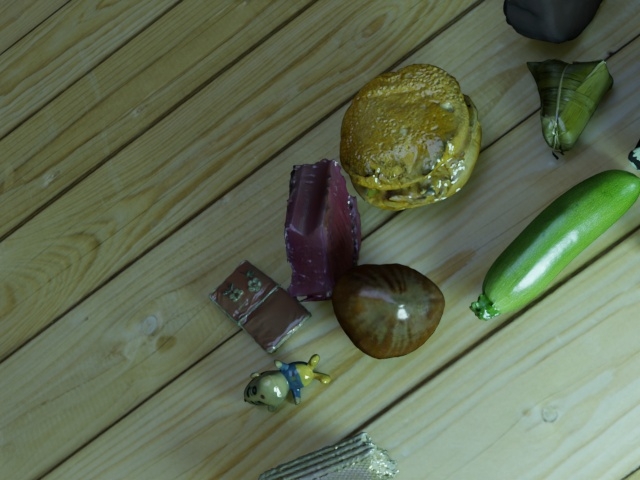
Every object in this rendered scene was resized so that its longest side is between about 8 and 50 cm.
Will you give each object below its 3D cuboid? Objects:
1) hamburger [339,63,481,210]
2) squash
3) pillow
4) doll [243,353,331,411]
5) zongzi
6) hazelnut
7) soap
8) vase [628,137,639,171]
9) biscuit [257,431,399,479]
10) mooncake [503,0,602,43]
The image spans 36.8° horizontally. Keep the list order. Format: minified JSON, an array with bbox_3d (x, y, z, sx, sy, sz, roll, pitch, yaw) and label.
[{"bbox_3d":[0.186,-0.203,1.984,0.289,0.170,0.314,-10,56,26],"label":"hamburger"},{"bbox_3d":[0.427,0.000,1.762,0.395,0.107,0.107,-42,50,0],"label":"squash"},{"bbox_3d":[-0.128,0.138,2.022,0.126,0.043,0.232,-48,51,-7],"label":"pillow"},{"bbox_3d":[-0.075,0.280,1.878,0.179,0.102,0.089,-25,8,18],"label":"doll"},{"bbox_3d":[0.454,-0.276,1.934,0.204,0.094,0.205,21,72,41],"label":"zongzi"},{"bbox_3d":[0.121,0.135,1.788,0.210,0.210,0.186,43,127,40],"label":"hazelnut"},{"bbox_3d":[0.000,0.000,1.952,0.112,0.182,0.289,-9,52,24],"label":"soap"},{"bbox_3d":[0.666,-0.301,1.799,0.165,0.165,0.360,4,67,31],"label":"vase"},{"bbox_3d":[0.012,0.420,1.720,0.238,0.108,0.062,-24,46,15],"label":"biscuit"},{"bbox_3d":[0.481,-0.551,1.979,0.141,0.283,0.283,25,75,35],"label":"mooncake"}]
